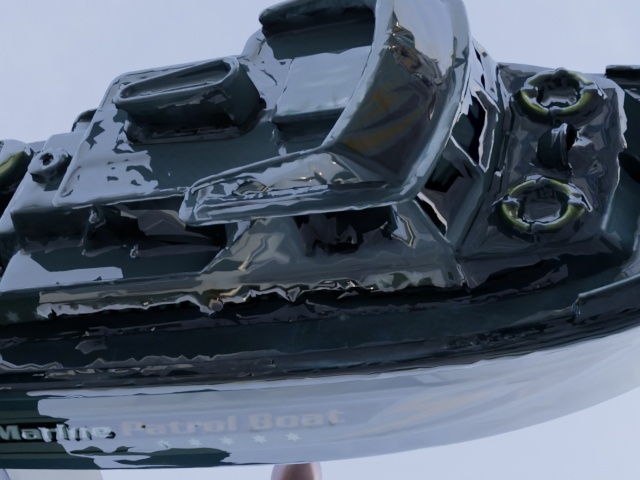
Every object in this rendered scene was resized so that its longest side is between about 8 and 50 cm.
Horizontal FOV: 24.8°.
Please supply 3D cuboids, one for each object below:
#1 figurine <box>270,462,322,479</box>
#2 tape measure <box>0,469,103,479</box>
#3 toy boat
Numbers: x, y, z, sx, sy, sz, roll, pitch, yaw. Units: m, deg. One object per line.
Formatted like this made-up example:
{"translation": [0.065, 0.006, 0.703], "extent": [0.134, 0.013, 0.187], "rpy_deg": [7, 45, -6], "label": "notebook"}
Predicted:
{"translation": [-0.092, 0.307, 0.719], "extent": [0.193, 0.154, 0.420], "rpy_deg": [9, -115, 7], "label": "figurine"}
{"translation": [-0.188, 0.053, 0.489], "extent": [0.133, 0.271, 0.231], "rpy_deg": [-33, -113, 17], "label": "tape measure"}
{"translation": [-0.003, -0.002, 0.416], "extent": [0.296, 0.122, 0.114], "rpy_deg": [-8, -138, 24], "label": "toy boat"}
